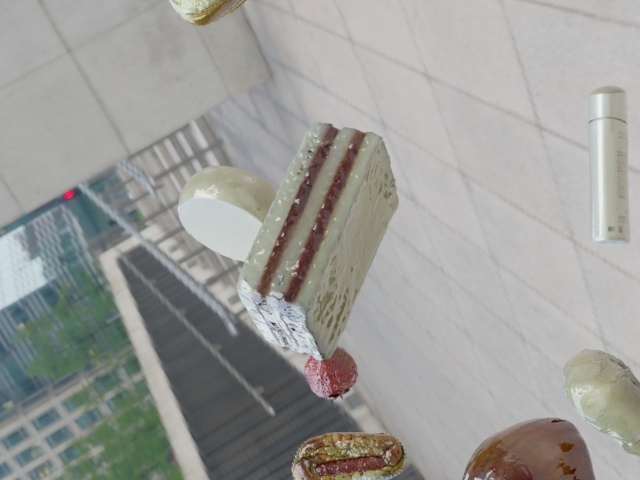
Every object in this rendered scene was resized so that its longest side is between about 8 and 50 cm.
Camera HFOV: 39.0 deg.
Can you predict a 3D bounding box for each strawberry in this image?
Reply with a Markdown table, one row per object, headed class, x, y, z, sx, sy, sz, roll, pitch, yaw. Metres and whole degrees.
| class | x | y | z | sx | sy | sz | roll | pitch | yaw |
| --- | --- | --- | --- | --- | --- | --- | --- | --- | --- |
| strawberry | 0.020 | 0.227 | 1.604 | 0.106 | 0.106 | 0.106 | 57 | 172 | 13 |

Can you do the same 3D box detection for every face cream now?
| class | x | y | z | sx | sy | sz | roll | pitch | yaw |
| --- | --- | --- | --- | --- | --- | --- | --- | --- | --- |
| face cream | 0.620 | -0.166 | 1.944 | 0.173 | 0.081 | 0.349 | 8 | -99 | -64 |

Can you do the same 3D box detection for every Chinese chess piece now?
| class | x | y | z | sx | sy | sz | roll | pitch | yaw |
| --- | --- | --- | --- | --- | --- | --- | --- | --- | --- |
| Chinese chess piece | -0.193 | -0.058 | 2.064 | 0.273 | 0.102 | 0.273 | 17 | 150 | 10 |

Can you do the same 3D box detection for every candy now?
| class | x | y | z | sx | sy | sz | roll | pitch | yaw |
| --- | --- | --- | --- | --- | --- | --- | --- | --- | --- |
| candy | 0.000 | 0.000 | 1.380 | 0.135 | 0.321 | 0.179 | 14 | 156 | 25 |

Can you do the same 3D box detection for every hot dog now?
| class | x | y | z | sx | sy | sz | roll | pitch | yaw |
| --- | --- | --- | --- | --- | --- | --- | --- | --- | --- |
| hot dog | 0.063 | 0.476 | 1.958 | 0.069 | 0.252 | 0.131 | 70 | -165 | -55 |

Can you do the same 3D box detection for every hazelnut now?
| class | x | y | z | sx | sy | sz | roll | pitch | yaw |
| --- | --- | --- | --- | --- | --- | --- | --- | --- | --- |
| hazelnut | 0.261 | 0.334 | 1.150 | 0.181 | 0.180 | 0.212 | -83 | -21 | -73 |

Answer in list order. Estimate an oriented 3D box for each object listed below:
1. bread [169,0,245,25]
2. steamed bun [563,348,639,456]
| class | x | y | z | sx | sy | sz | roll | pitch | yaw |
| --- | --- | --- | --- | --- | --- | --- | --- | --- | --- |
| bread | -0.175 | -0.504 | 1.709 | 0.106 | 0.236 | 0.140 | 52 | -162 | 1 |
| steamed bun | 0.533 | 0.281 | 1.635 | 0.231 | 0.110 | 0.212 | 51 | -160 | 25 |
